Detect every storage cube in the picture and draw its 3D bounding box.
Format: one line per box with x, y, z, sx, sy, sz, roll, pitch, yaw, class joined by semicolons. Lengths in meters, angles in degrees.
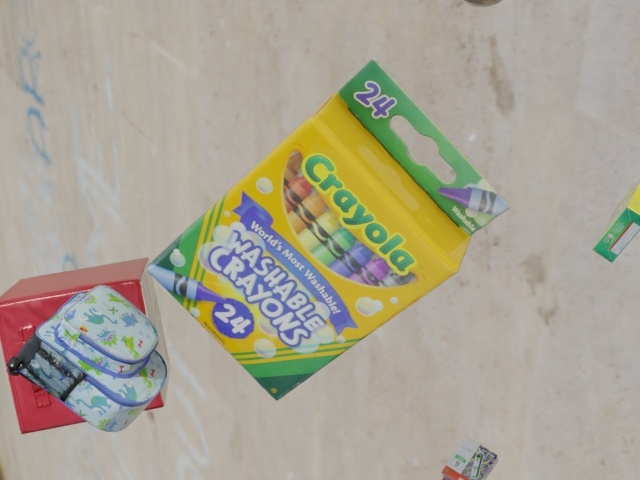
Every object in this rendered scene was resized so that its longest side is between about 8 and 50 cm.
-0.322;0.140;1.348;0.215;0.193;0.183;-131;31;-80;storage cube

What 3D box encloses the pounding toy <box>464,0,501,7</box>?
0.170;-0.289;0.716;0.237;0.183;0.110;72;179;-72;pounding toy

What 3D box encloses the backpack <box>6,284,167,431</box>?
-0.190;0.103;0.843;0.114;0.105;0.084;42;114;-3;backpack

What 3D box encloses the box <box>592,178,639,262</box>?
0.502;-0.049;1.555;0.043;0.179;0.105;35;132;7;box

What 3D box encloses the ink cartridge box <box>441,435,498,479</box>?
0.237;0.389;1.603;0.063;0.115;0.029;29;157;28;ink cartridge box

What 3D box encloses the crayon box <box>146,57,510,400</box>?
0.000;0.000;0.979;0.203;0.083;0.323;46;121;-7;crayon box
